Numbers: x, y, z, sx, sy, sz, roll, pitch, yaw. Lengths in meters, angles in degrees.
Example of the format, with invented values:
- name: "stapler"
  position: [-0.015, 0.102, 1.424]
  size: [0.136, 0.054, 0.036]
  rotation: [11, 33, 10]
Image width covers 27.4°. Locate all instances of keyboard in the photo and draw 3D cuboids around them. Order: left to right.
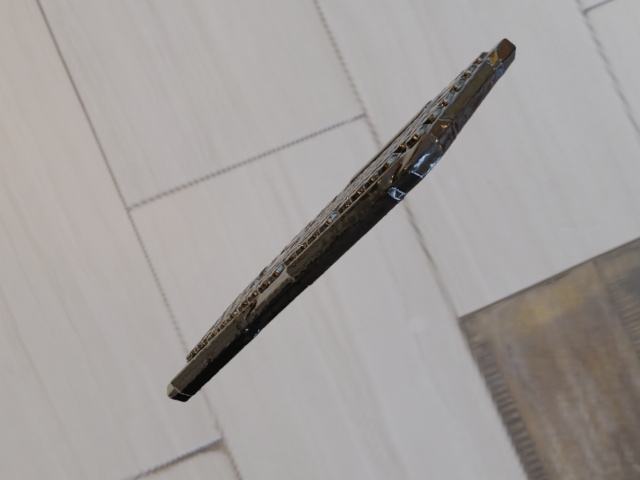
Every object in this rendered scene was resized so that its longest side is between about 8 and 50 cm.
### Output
- name: "keyboard"
  position: [0.000, 0.000, 0.622]
  size: [0.016, 0.262, 0.106]
  rotation: [41, 49, -4]
